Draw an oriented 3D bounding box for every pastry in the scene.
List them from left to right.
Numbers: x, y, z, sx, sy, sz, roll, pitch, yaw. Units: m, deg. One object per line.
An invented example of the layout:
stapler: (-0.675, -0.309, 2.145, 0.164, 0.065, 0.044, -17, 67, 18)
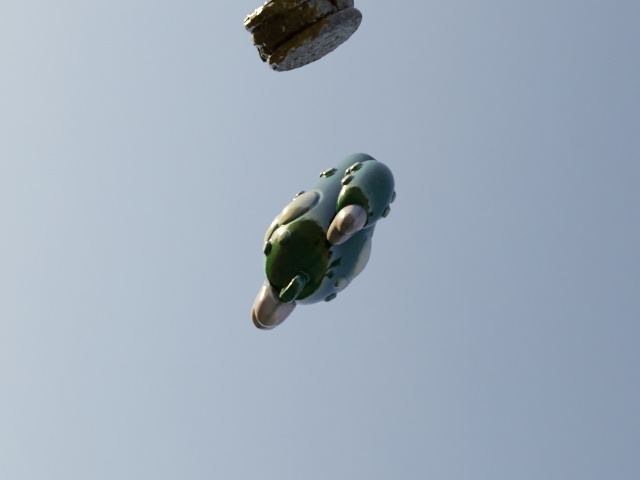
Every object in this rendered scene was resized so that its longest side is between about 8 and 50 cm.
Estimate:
pastry: (-0.014, -0.187, 1.425, 0.097, 0.109, 0.057, -27, -91, 25)

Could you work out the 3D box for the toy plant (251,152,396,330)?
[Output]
toy plant: (0.002, -0.002, 1.855, 0.112, 0.243, 0.232, 37, -74, -6)
